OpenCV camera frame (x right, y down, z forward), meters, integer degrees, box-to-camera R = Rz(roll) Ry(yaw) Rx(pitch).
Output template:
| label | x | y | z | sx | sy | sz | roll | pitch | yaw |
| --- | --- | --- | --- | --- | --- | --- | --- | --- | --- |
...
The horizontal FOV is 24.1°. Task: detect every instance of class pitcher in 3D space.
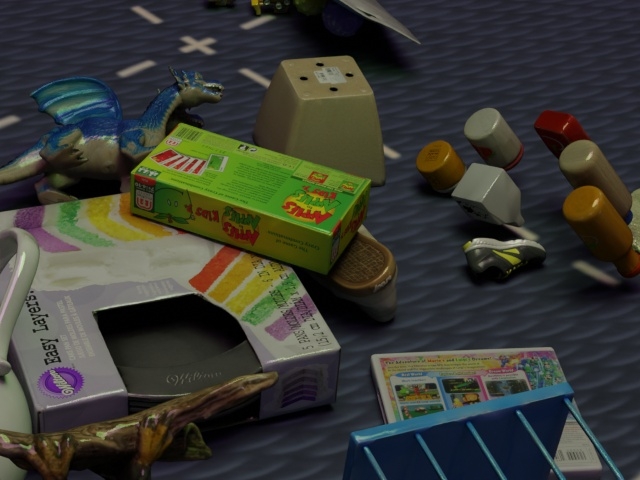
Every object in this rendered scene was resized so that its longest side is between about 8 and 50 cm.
| label | x | y | z | sx | sy | sz | roll | pitch | yaw |
| --- | --- | --- | --- | --- | --- | --- | --- | --- | --- |
| pitcher | -0.255 | 0.098 | 1.064 | 0.125 | 0.178 | 0.207 | 30 | 23 | -30 |

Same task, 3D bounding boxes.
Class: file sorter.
| label | x | y | z | sx | sy | sz | roll | pitch | yaw |
| --- | --- | --- | --- | --- | --- | --- | --- | --- | --- |
| file sorter | 0.110 | 0.190 | 1.037 | 0.170 | 0.118 | 0.104 | -10 | 42 | -21 |

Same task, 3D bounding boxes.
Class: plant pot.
| label | x | y | z | sx | sy | sz | roll | pitch | yaw |
| --- | --- | --- | --- | --- | --- | --- | --- | --- | --- |
| plant pot | 0.001 | -0.118 | 1.449 | 0.109 | 0.096 | 0.109 | -7 | 38 | -16 |

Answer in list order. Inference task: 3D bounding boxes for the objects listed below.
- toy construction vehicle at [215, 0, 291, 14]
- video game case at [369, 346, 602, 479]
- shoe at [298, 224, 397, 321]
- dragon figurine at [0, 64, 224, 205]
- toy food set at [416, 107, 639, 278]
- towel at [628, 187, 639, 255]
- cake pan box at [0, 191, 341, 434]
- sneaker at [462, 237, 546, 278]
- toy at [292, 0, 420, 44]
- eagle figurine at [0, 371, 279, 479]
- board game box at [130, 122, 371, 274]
| label | x | y | z | sx | sy | sz | roll | pitch | yaw |
| --- | --- | --- | --- | --- | --- | --- | --- | --- | --- |
| toy construction vehicle | -0.085 | -0.289 | 1.725 | 0.098 | 0.035 | 0.086 | -1 | 48 | -6 |
| video game case | 0.128 | 0.139 | 1.189 | 0.157 | 0.019 | 0.143 | -2 | 37 | -9 |
| shoe | 0.000 | 0.000 | 1.334 | 0.076 | 0.058 | 0.219 | -39 | 44 | -6 |
| dragon figurine | -0.223 | -0.094 | 1.394 | 0.289 | 0.085 | 0.144 | -6 | 38 | -17 |
| toy food set | 0.205 | -0.047 | 1.393 | 0.232 | 0.104 | 0.111 | 16 | 66 | 48 |
| towel | 0.332 | 0.000 | 1.399 | 0.148 | 0.027 | 0.110 | 31 | 44 | 29 |
| cake pan box | -0.140 | 0.059 | 1.217 | 0.245 | 0.070 | 0.267 | -11 | 39 | -18 |
| sneaker | 0.166 | 0.019 | 1.352 | 0.083 | 0.031 | 0.035 | 2 | 67 | -21 |
| toy | 0.010 | -0.269 | 1.671 | 0.137 | 0.056 | 0.237 | 24 | 20 | -27 |
| eagle figurine | -0.110 | 0.246 | 0.909 | 0.226 | 0.225 | 0.298 | -26 | 68 | 21 |
| board game box | -0.059 | -0.037 | 1.267 | 0.181 | 0.043 | 0.092 | 17 | 38 | 15 |
